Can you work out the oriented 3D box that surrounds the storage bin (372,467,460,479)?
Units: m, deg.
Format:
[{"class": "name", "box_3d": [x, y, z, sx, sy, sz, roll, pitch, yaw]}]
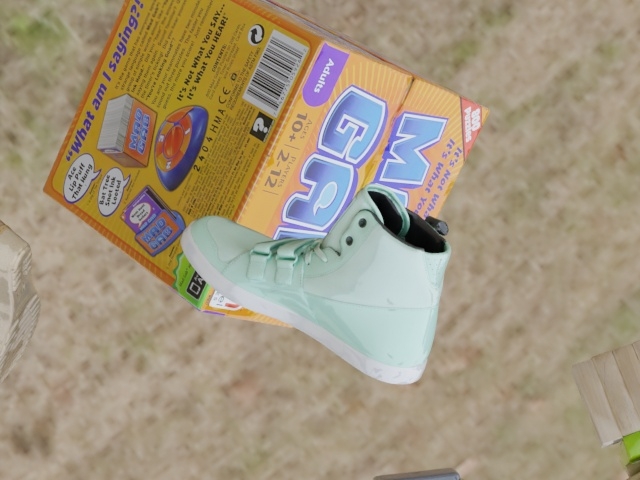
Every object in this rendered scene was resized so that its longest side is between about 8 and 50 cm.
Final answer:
[{"class": "storage bin", "box_3d": [0.123, 0.336, 1.828, 0.135, 0.091, 0.098, -7, 180, -2]}]

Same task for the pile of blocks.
[{"class": "pile of blocks", "box_3d": [0.387, 0.245, 1.410, 0.149, 0.362, 0.112, -43, 160, -8]}]

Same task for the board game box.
[{"class": "board game box", "box_3d": [-0.073, -0.120, 1.942, 0.356, 0.356, 0.356, 13, 105, -50]}]

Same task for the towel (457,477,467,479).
[{"class": "towel", "box_3d": [0.114, 0.280, 1.384, 0.148, 0.027, 0.110, 78, 26, -76]}]

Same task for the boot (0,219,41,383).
[{"class": "boot", "box_3d": [-0.378, 0.030, 1.419, 0.090, 0.207, 0.248, -57, 170, -41]}]

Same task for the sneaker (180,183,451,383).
[{"class": "sneaker", "box_3d": [0.001, 0.000, 1.268, 0.094, 0.256, 0.151, -25, 137, -56]}]
